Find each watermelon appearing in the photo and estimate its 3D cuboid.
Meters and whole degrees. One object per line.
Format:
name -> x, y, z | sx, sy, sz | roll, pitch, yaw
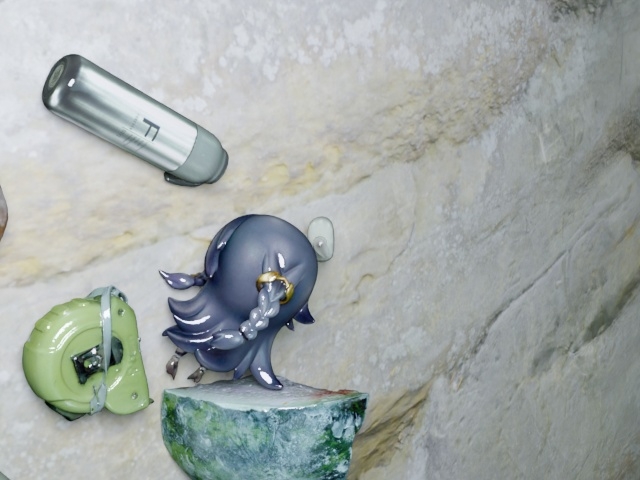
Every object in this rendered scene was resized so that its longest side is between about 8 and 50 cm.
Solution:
watermelon -> -0.066, 0.307, 1.062 | 0.320, 0.213, 0.289 | -12, 117, 7

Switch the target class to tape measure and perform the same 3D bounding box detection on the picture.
tape measure -> -0.301, 0.151, 0.890 | 0.154, 0.087, 0.177 | -15, 105, -38

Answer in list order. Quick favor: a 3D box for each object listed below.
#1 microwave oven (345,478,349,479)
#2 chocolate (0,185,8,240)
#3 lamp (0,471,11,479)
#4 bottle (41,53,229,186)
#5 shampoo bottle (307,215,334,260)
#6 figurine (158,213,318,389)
microwave oven -> 0.043, 0.660, 1.197 | 0.355, 0.218, 0.286 | -40, 123, -29
chocolate -> -0.447, -0.035, 0.696 | 0.254, 0.080, 0.156 | -21, 89, -41
lamp -> -0.411, 0.297, 0.785 | 0.182, 0.182, 0.313 | 5, 76, -42
bottle -> -0.238, -0.145, 0.902 | 0.254, 0.079, 0.096 | 27, 118, -41
shampoo bottle -> 0.000, 0.000, 1.092 | 0.045, 0.152, 0.077 | 1, 92, 3
figurine -> -0.110, 0.088, 0.997 | 0.175, 0.197, 0.265 | 33, 66, -52
